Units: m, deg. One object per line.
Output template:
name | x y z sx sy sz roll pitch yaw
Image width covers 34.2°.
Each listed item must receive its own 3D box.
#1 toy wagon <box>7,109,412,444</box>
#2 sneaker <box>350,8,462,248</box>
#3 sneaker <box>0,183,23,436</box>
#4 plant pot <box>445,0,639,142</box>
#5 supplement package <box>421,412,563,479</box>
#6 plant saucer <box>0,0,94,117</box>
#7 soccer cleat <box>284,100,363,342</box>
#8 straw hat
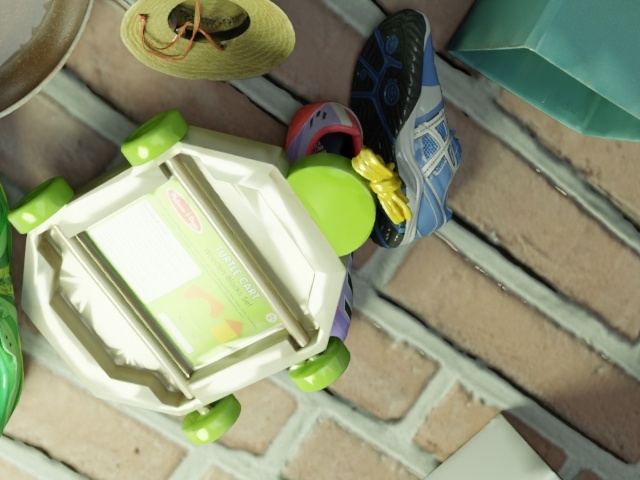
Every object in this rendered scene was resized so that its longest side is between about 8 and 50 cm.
toy wagon | -0.081 0.019 0.869 0.344 0.068 0.267 -28 111 18
sneaker | 0.081 -0.101 0.936 0.081 0.080 0.211 -9 108 -35
sneaker | -0.296 0.043 0.845 0.110 0.123 0.295 -13 115 -12
plant pot | 0.257 -0.226 0.891 0.166 0.166 0.234 28 90 -19
supplement package | 0.222 0.320 1.047 0.139 0.134 0.244 -41 110 1
plant saucer | -0.330 -0.235 0.808 0.311 0.050 0.310 -4 106 -13
soccer cleat | 0.000 0.000 0.925 0.083 0.095 0.247 1 105 -13
straw hat | -0.092 -0.194 0.862 0.145 0.144 0.061 9 63 -15
